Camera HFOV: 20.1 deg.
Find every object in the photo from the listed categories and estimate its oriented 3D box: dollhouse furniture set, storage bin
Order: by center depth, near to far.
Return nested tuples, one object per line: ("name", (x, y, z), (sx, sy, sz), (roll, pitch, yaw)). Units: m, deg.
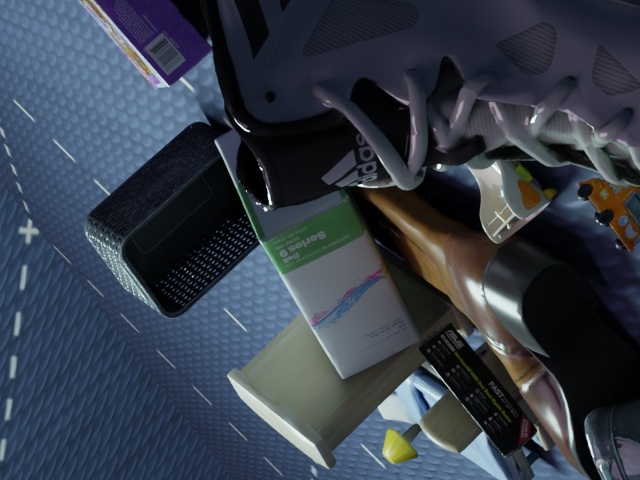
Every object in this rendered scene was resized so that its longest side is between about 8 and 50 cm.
("dollhouse furniture set", (0.100, 0.205, 1.796), (0.286, 0.198, 0.303), (35, 161, 40))
("storage bin", (-0.142, -0.023, 1.906), (0.084, 0.180, 0.122), (28, 156, 50))

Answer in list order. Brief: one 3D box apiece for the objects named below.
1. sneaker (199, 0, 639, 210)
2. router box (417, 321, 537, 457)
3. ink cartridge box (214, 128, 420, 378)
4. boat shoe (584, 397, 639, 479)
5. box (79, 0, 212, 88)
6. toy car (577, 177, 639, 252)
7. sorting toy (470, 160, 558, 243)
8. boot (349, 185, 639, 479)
("sneaker", (0.108, -0.057, 0.968), (0.447, 0.257, 0.169), (40, 164, 25))
("router box", (0.137, 0.130, 1.561), (0.122, 0.038, 0.092), (52, -179, 9))
("ink cartridge box", (0.000, 0.000, 1.656), (0.212, 0.093, 0.154), (59, -176, -45))
("boat shoe", (0.290, 0.241, 1.466), (0.102, 0.108, 0.301), (-11, 130, 23))
("box", (-0.221, -0.267, 1.669), (0.293, 0.057, 0.201), (49, 176, -9))
("toy car", (0.181, -0.051, 1.205), (0.122, 0.040, 0.060), (51, -174, -24))
("sorting toy", (0.135, -0.046, 1.355), (0.075, 0.045, 0.083), (53, 166, 6))
("boot", (0.145, 0.071, 1.531), (0.264, 0.096, 0.280), (50, 170, -34))
